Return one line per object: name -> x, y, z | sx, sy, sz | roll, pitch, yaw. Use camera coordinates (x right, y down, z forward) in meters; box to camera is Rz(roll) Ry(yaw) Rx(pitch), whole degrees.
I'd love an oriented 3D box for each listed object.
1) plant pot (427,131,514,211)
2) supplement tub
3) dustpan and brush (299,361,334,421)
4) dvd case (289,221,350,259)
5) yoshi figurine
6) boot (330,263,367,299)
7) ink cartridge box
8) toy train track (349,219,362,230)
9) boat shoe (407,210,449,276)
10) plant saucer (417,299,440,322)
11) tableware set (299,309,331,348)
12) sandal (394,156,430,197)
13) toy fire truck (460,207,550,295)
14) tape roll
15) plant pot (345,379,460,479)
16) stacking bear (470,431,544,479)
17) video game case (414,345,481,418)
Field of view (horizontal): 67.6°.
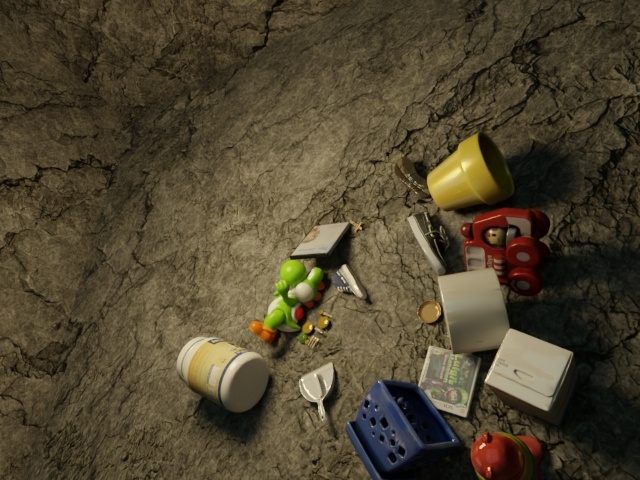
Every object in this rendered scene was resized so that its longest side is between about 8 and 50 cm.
plant pot -> 0.532, -0.226, 1.735 | 0.239, 0.254, 0.254 | -27, 49, 37
supplement tub -> -0.384, 0.508, 1.854 | 0.316, 0.228, 0.228 | 10, 68, 36
dustpan and brush -> -0.003, 0.544, 1.696 | 0.147, 0.060, 0.211 | -30, 49, 13
dvd case -> 0.000, 0.000, 1.986 | 0.180, 0.022, 0.253 | -5, 29, 30
yoshi figurine -> -0.150, 0.222, 1.914 | 0.362, 0.203, 0.203 | -49, 41, -7
boot -> 0.109, 0.181, 1.860 | 0.086, 0.069, 0.190 | -43, 39, 12
ink cartridge box -> 0.585, 0.378, 1.305 | 0.171, 0.233, 0.168 | 19, 73, 39
toy train track -> 0.152, -0.064, 2.017 | 0.048, 0.014, 0.083 | -54, 42, 2
boat shoe -> 0.412, 0.001, 1.743 | 0.105, 0.113, 0.306 | -26, 35, 9
plant saucer -> 0.381, 0.250, 1.666 | 0.083, 0.015, 0.083 | -16, 55, 24
tableware set -> -0.021, 0.343, 1.865 | 0.104, 0.024, 0.154 | 21, 75, 43
sandal -> 0.383, -0.253, 1.962 | 0.090, 0.060, 0.219 | -45, 62, 9
toy fire truck -> 0.572, 0.028, 1.503 | 0.254, 0.302, 0.169 | 6, 45, 31
tape roll -> 0.462, 0.215, 1.455 | 0.169, 0.246, 0.246 | -10, 56, 13
plant pot -> 0.229, 0.574, 1.412 | 0.212, 0.236, 0.236 | -52, 47, 15
stacking bear -> 0.468, 0.567, 1.222 | 0.164, 0.289, 0.175 | -6, 59, 30
video game case -> 0.405, 0.445, 1.522 | 0.173, 0.022, 0.190 | 7, 66, 35
